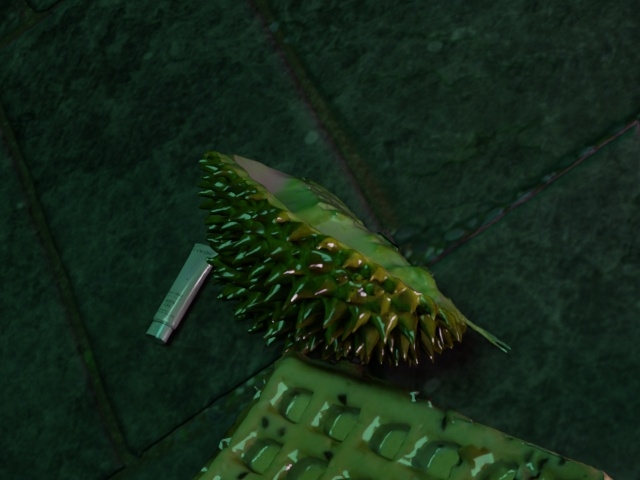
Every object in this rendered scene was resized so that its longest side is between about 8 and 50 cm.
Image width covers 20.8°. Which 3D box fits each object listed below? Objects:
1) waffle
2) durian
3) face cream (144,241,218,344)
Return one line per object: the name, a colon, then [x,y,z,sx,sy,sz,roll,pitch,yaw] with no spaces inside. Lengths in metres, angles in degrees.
waffle: [0.042,0.249,1.379,0.376,0.114,0.261,19,62,47]
durian: [-0.004,0.005,1.575,0.169,0.157,0.355,-22,39,-28]
face cream: [-0.137,0.051,1.734,0.038,0.020,0.115,13,65,39]
